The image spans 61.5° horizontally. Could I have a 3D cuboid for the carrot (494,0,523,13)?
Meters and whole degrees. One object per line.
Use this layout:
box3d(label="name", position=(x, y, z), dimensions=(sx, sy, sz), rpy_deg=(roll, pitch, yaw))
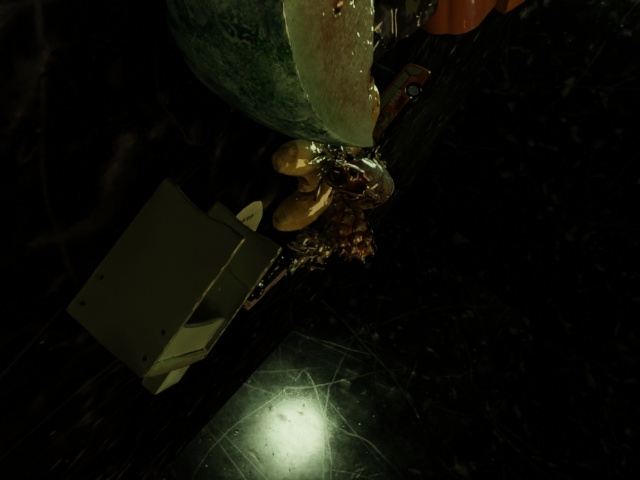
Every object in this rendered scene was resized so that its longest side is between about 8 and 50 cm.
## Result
box3d(label="carrot", position=(0.393, -0.631, 1.160), dimensions=(0.100, 0.259, 0.307), rpy_deg=(-17, 175, 11))

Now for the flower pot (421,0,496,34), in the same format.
box3d(label="flower pot", position=(0.269, -0.548, 1.096), dimensions=(0.191, 0.190, 0.173), rpy_deg=(-52, 160, -6))

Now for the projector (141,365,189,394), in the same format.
box3d(label="projector", position=(-0.370, 0.301, 1.351), dimensions=(0.147, 0.061, 0.115), rpy_deg=(-55, 170, 11))

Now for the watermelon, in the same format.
box3d(label="watermelon", position=(-0.019, -0.267, 0.693), dimensions=(0.259, 0.228, 0.387), rpy_deg=(-62, 160, 2))

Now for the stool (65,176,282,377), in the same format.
box3d(label="stool", position=(-0.230, 0.065, 0.912), dimensions=(0.270, 0.170, 0.243), rpy_deg=(-54, 170, 1))

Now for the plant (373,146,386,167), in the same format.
box3d(label="plant", position=(0.173, -0.272, 1.870), dimensions=(0.116, 0.104, 0.122), rpy_deg=(-14, -119, 47))

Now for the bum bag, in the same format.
box3d(label="bum bag", position=(0.091, -0.384, 0.969), dimensions=(0.340, 0.095, 0.144), rpy_deg=(-42, 141, -9))

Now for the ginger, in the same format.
box3d(label="ginger", position=(0.022, -0.191, 1.309), dimensions=(0.348, 0.122, 0.363), rpy_deg=(-40, 155, -20))

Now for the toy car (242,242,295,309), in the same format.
box3d(label="toy car", position=(-0.162, 0.101, 1.534), dimensions=(0.210, 0.089, 0.108), rpy_deg=(-46, 167, -27))

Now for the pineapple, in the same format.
box3d(label="pineapple", position=(0.000, 0.000, 1.693), dimensions=(0.271, 0.263, 0.262), rpy_deg=(-27, 164, -10))

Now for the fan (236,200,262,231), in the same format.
box3d(label="fan", position=(-0.222, 0.041, 1.289), dimensions=(0.190, 0.009, 0.329), rpy_deg=(-39, 160, -56))

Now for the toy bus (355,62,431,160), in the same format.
box3d(label="toy bus", position=(0.171, -0.338, 1.541), dimensions=(0.409, 0.092, 0.093), rpy_deg=(-51, 171, -13))

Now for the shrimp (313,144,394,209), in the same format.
box3d(label="shrimp", position=(0.060, -0.140, 1.167), dimensions=(0.343, 0.145, 0.117), rpy_deg=(29, 61, -62))
